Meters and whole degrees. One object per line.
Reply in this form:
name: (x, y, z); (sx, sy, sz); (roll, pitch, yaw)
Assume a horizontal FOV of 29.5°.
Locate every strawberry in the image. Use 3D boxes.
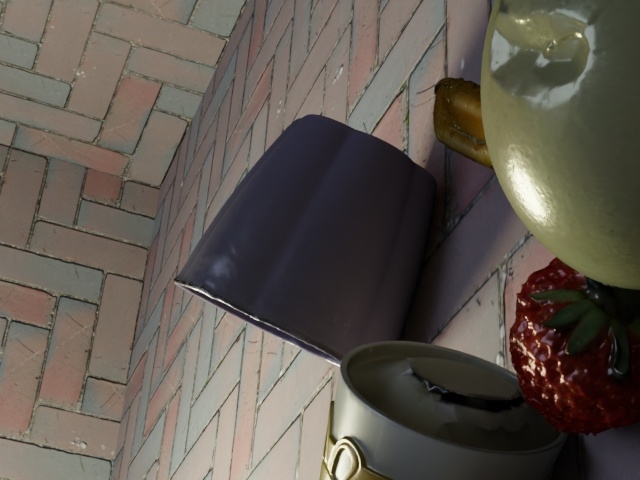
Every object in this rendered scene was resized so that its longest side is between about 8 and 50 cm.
strawberry: (0.184, 0.072, 0.859); (0.148, 0.131, 0.131); (-34, 42, 60)

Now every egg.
egg: (0.209, -0.104, 0.759); (0.219, 0.219, 0.269); (-171, 80, -74)

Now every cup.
cup: (0.087, 0.220, 0.958); (0.241, 0.185, 0.226); (-118, 40, -65)

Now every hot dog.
hot dog: (0.177, -0.107, 1.165); (0.289, 0.068, 0.083); (-137, 40, -68)

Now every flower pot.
flower pot: (0.000, 0.000, 1.366); (0.243, 0.265, 0.265); (-65, 15, -4)
